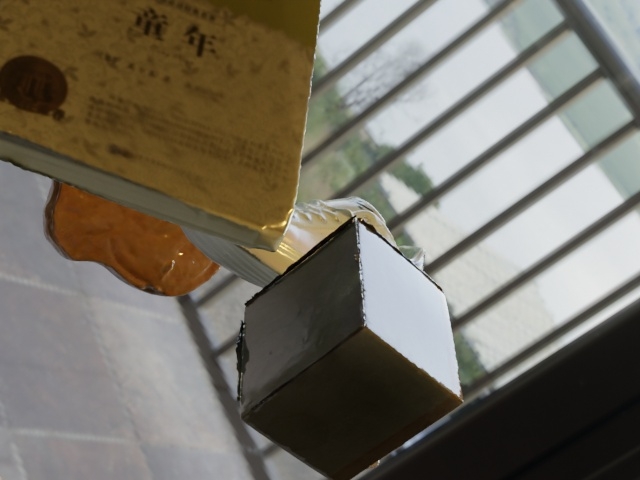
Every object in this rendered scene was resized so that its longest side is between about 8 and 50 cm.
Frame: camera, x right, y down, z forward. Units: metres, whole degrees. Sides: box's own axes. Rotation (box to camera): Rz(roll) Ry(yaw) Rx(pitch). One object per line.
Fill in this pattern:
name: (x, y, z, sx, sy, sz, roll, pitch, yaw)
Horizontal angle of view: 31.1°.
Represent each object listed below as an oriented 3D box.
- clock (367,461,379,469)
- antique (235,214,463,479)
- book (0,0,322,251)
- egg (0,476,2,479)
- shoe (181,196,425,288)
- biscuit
clock: (0.052, 0.242, 1.722, 0.080, 0.176, 0.117, 5, 9, -27)
antique: (0.027, 0.096, 0.972, 0.148, 0.147, 0.152, 38, 27, -25)
book: (-0.113, -0.177, 0.862, 0.239, 0.035, 0.352, 19, 57, -19)
egg: (-0.340, 0.187, 0.814, 0.233, 0.195, 0.195, 20, 33, -25)
shoe: (0.000, 0.000, 1.372, 0.363, 0.132, 0.160, 34, 72, -39)
biscuit: (-0.242, -0.112, 1.812, 0.365, 0.385, 0.062, 24, -10, -35)
